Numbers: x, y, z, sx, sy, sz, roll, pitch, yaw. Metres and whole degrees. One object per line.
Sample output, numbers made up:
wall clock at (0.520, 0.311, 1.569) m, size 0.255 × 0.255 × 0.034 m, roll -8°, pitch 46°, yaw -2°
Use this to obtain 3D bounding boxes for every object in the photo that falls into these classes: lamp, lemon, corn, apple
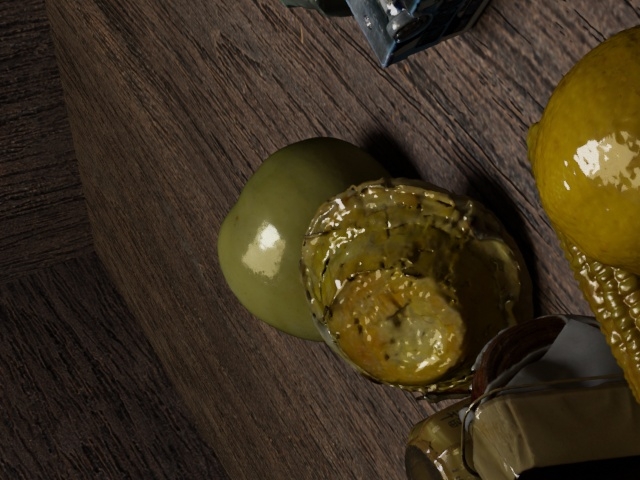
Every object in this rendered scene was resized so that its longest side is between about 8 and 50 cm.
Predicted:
lamp at (0.200, 0.247, 1.416) m, size 0.161 × 0.185 × 0.161 m, roll 50°, pitch 151°, yaw 41°
lemon at (0.257, -0.069, 0.929) m, size 0.188 × 0.188 × 0.256 m, roll 64°, pitch 156°, yaw 13°
corn at (0.285, 0.041, 1.074) m, size 0.363 × 0.120 × 0.120 m, roll 63°, pitch 160°, yaw 16°
apple at (0.000, 0.000, 1.608) m, size 0.262 × 0.262 × 0.262 m, roll 53°, pitch 155°, yaw 38°

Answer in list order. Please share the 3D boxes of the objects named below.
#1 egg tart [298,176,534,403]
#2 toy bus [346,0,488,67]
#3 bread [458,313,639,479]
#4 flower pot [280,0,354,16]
egg tart at (0.100, 0.071, 1.403) m, size 0.116 × 0.295 × 0.294 m, roll -58°, pitch -39°, yaw -57°
toy bus at (0.117, -0.280, 1.172) m, size 0.106 × 0.131 × 0.297 m, roll 63°, pitch 159°, yaw 12°
bread at (0.241, 0.170, 1.183) m, size 0.212 × 0.224 × 0.142 m, roll -99°, pitch 4°, yaw -56°
flower pot at (-0.004, -0.371, 1.438) m, size 0.108 × 0.103 × 0.229 m, roll 36°, pitch 142°, yaw 56°
